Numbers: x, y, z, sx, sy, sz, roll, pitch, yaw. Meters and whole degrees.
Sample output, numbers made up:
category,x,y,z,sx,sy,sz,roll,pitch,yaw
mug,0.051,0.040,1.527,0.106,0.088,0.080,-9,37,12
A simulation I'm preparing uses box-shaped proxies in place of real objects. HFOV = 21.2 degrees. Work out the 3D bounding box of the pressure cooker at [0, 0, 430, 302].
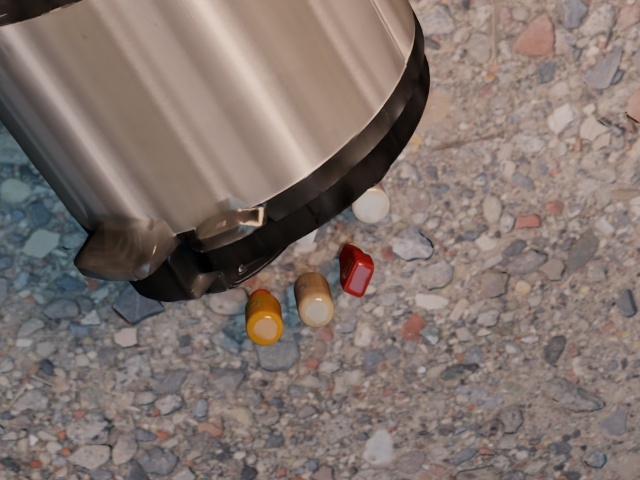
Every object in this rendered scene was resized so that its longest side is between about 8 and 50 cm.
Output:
category,x,y,z,sx,sy,sz,roll,pitch,yaw
pressure cooker,-0.110,-0.171,1.485,0.370,0.375,0.420,-31,125,4

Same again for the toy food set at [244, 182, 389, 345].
category,x,y,z,sx,sy,sz,roll,pitch,yaw
toy food set,0.000,0.000,1.814,0.111,0.104,0.232,17,105,-10
